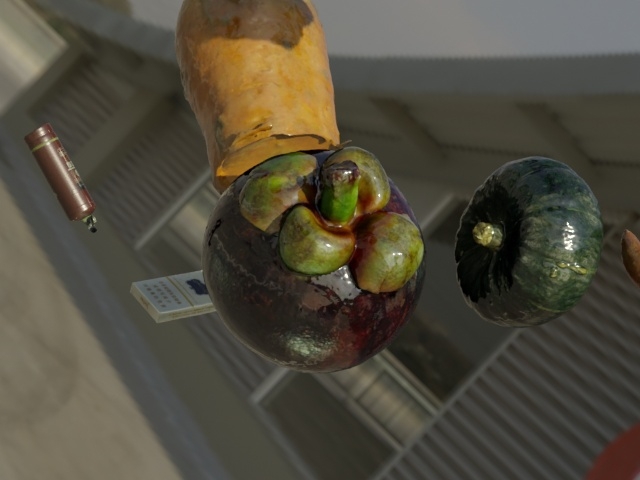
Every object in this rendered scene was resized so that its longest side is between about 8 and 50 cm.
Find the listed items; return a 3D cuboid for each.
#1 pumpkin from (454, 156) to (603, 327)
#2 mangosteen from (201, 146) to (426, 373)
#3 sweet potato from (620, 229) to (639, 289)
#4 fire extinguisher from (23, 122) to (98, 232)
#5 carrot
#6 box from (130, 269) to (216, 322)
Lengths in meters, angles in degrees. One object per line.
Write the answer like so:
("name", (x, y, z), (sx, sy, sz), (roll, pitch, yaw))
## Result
("pumpkin", (0.246, 0.004, 1.784), (0.152, 0.212, 0.211), (12, 8, -16))
("mangosteen", (-0.002, 0.007, 1.871), (0.300, 0.300, 0.300), (44, -1, 1))
("sweet potato", (0.431, 0.078, 1.688), (0.255, 0.078, 0.058), (37, -40, 21))
("fire extinguisher", (-0.342, -0.078, 1.982), (0.158, 0.043, 0.064), (62, -14, -4))
("carrot", (-0.089, -0.232, 2.125), (0.224, 0.224, 0.341), (46, 26, -58))
("box", (-0.207, 0.085, 2.350), (0.166, 0.024, 0.090), (-9, 37, -35))
